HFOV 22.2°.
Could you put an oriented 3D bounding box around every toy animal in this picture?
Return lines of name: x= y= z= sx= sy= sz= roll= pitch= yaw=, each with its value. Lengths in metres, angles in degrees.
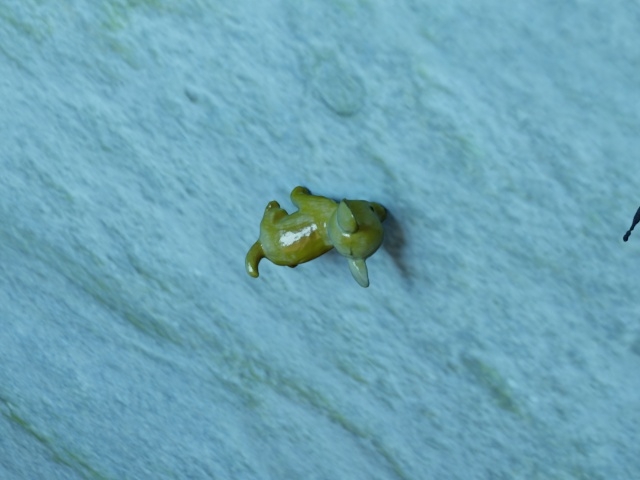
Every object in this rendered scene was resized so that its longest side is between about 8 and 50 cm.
toy animal: x=0.000 y=0.000 z=1.003 sx=0.083 sy=0.081 sz=0.060 roll=24 pitch=139 yaw=52

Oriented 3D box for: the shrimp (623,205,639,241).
shrimp: x=0.202 y=-0.098 z=0.699 sx=0.116 sy=0.145 sz=0.343 roll=51 pitch=144 yaw=32
